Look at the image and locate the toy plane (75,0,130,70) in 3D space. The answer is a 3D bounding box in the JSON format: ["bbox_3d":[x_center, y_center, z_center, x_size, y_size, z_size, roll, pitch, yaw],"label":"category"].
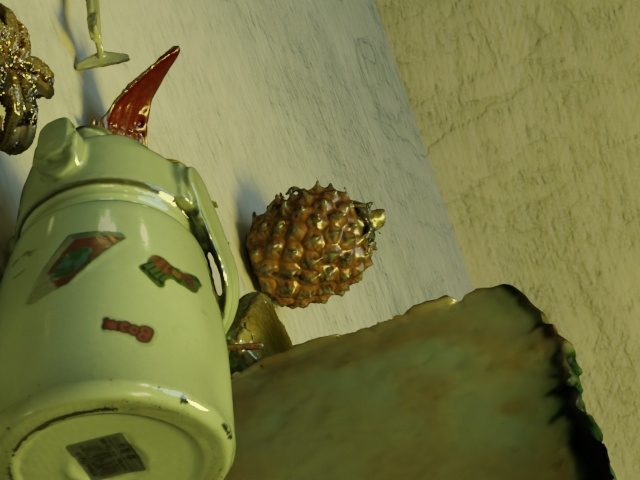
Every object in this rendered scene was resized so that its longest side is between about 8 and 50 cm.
[{"bbox_3d":[-0.270,-0.328,1.624,0.108,0.092,0.286,90,-10,-57],"label":"toy plane"}]

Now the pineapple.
[{"bbox_3d":[0.000,0.000,1.876,0.166,0.193,0.166,-23,90,-80],"label":"pineapple"}]

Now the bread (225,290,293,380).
[{"bbox_3d":[-0.086,0.144,1.602,0.196,0.102,0.138,-50,121,-72],"label":"bread"}]

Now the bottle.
[{"bbox_3d":[-0.185,0.060,1.226,0.229,0.229,0.351,53,20,-44],"label":"bottle"}]

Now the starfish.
[{"bbox_3d":[-0.318,-0.178,1.311,0.190,0.074,0.146,53,29,-38],"label":"starfish"}]

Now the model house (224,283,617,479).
[{"bbox_3d":[0.120,0.343,1.366,0.445,0.395,0.400,-114,-174,-62],"label":"model house"}]

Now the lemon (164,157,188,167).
[{"bbox_3d":[-0.175,-0.063,1.632,0.083,0.062,0.062,56,17,1],"label":"lemon"}]

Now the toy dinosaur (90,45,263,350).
[{"bbox_3d":[-0.159,-0.042,1.519,0.206,0.113,0.327,35,44,-35],"label":"toy dinosaur"}]
